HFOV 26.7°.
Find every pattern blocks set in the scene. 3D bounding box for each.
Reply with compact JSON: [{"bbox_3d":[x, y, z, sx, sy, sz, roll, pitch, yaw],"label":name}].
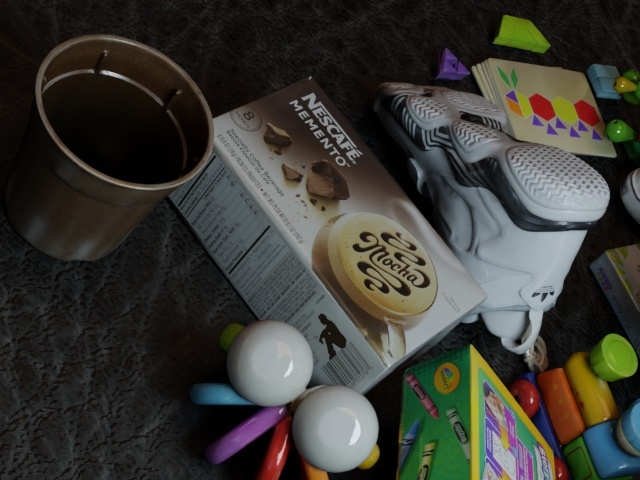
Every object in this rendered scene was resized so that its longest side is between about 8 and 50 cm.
[{"bbox_3d":[0.283,-0.165,1.715,0.325,0.026,0.285,11,54,-29],"label":"pattern blocks set"}]

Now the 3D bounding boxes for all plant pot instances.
[{"bbox_3d":[-0.206,-0.074,1.236,0.167,0.165,0.167,17,52,-23],"label":"plant pot"}]

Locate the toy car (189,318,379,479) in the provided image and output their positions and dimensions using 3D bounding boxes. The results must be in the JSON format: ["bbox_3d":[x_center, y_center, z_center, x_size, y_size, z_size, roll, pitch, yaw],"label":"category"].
[{"bbox_3d":[-0.040,0.161,1.211,0.182,0.159,0.136,45,82,2],"label":"toy car"}]

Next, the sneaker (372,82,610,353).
[{"bbox_3d":[0.150,-0.035,1.470,0.137,0.210,0.366,2,24,-33],"label":"sneaker"}]

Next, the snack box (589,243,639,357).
[{"bbox_3d":[0.395,0.074,1.611,0.100,0.037,0.141,-11,65,-37],"label":"snack box"}]

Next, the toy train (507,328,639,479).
[{"bbox_3d":[0.271,0.139,1.410,0.105,0.143,0.248,1,58,-33],"label":"toy train"}]

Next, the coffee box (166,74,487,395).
[{"bbox_3d":[0.000,0.000,1.350,0.168,0.119,0.297,-29,77,-41],"label":"coffee box"}]

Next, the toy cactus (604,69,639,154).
[{"bbox_3d":[0.455,-0.149,1.747,0.219,0.112,0.180,-31,90,-53],"label":"toy cactus"}]

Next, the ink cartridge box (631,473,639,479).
[{"bbox_3d":[0.431,0.221,1.435,0.100,0.172,0.237,43,46,1],"label":"ink cartridge box"}]

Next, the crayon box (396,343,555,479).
[{"bbox_3d":[0.144,0.248,1.212,0.165,0.081,0.278,52,26,-27],"label":"crayon box"}]

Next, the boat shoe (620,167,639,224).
[{"bbox_3d":[0.500,-0.009,1.694,0.267,0.088,0.096,42,47,-10],"label":"boat shoe"}]
